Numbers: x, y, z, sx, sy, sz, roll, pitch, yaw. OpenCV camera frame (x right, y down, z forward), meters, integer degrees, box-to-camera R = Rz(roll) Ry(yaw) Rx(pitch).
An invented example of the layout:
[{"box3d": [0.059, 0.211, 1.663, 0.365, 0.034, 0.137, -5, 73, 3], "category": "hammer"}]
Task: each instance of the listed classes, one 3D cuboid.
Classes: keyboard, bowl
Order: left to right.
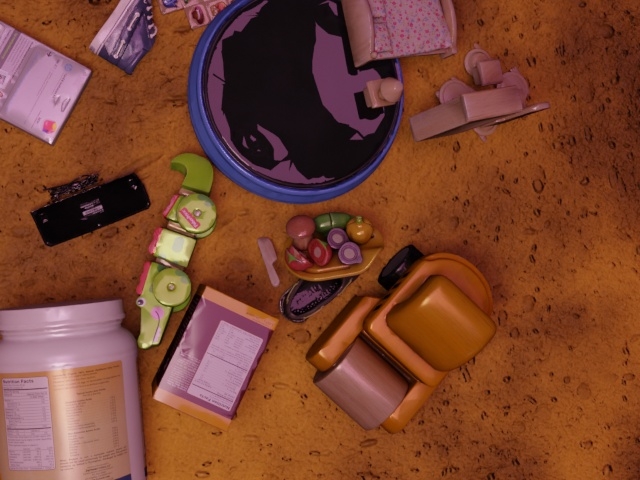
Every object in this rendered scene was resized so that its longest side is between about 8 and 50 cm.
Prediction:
[{"box3d": [-0.396, -0.068, 1.490, 0.192, 0.038, 0.100, -22, 116, -12], "category": "keyboard"}, {"box3d": [-0.037, -0.261, 1.531, 0.391, 0.077, 0.391, 0, 89, -13], "category": "bowl"}]

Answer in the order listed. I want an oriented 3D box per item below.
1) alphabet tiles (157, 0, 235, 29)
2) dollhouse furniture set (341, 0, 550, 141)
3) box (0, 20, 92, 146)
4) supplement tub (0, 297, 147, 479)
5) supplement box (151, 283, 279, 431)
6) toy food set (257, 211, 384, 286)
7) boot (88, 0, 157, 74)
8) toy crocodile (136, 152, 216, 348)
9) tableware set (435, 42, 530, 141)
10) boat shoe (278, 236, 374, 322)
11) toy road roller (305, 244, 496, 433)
[{"box3d": [-0.213, -0.502, 1.542, 0.198, 0.009, 0.237, -20, 93, -11], "category": "alphabet tiles"}, {"box3d": [0.221, -0.367, 1.487, 0.303, 0.174, 0.356, -13, 91, -28], "category": "dollhouse furniture set"}, {"box3d": [-0.501, -0.266, 1.464, 0.186, 0.038, 0.145, 27, 84, -8], "category": "box"}, {"box3d": [-0.397, 0.255, 1.375, 0.228, 0.228, 0.316, -4, 89, -11], "category": "supplement tub"}, {"box3d": [-0.179, 0.186, 1.438, 0.129, 0.191, 0.194, 26, 83, -9], "category": "supplement box"}, {"box3d": [0.000, 0.000, 1.493, 0.217, 0.071, 0.128, -11, 48, -2], "category": "toy food set"}, {"box3d": [-0.309, -0.381, 1.497, 0.086, 0.069, 0.190, 34, 91, -16], "category": "boot"}, {"box3d": [-0.249, 0.020, 1.470, 0.105, 0.115, 0.341, 18, 83, -5], "category": "toy crocodile"}, {"box3d": [0.303, -0.277, 1.633, 0.141, 0.020, 0.169, 42, 80, -9], "category": "tableware set"}, {"box3d": [0.022, 0.058, 1.543, 0.081, 0.068, 0.228, 45, 81, -6], "category": "boat shoe"}, {"box3d": [0.152, 0.166, 1.479, 0.202, 0.240, 0.329, 43, 81, -7], "category": "toy road roller"}]
